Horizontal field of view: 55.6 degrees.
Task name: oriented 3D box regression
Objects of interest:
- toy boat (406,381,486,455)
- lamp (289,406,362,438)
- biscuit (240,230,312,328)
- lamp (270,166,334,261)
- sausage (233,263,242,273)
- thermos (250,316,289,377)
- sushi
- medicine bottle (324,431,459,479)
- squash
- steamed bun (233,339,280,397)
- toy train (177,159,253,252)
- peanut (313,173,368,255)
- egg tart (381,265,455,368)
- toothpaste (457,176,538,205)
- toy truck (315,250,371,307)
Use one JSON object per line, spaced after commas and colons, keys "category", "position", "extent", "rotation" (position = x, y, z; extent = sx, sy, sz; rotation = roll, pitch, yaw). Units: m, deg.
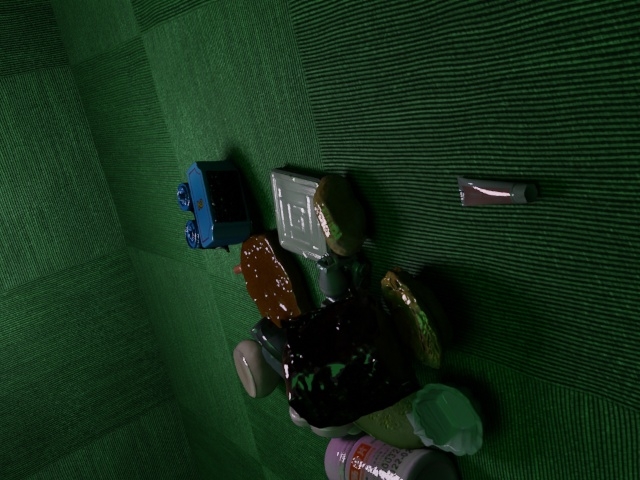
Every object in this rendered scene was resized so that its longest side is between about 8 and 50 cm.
{"category": "toy boat", "position": [0.333, 0.446, 1.551], "extent": [0.199, 0.100, 0.290], "rotation": [60, 146, 11]}
{"category": "lamp", "position": [0.025, 0.545, 1.909], "extent": [0.246, 0.179, 0.108], "rotation": [-1, 118, 14]}
{"category": "biscuit", "position": [-0.156, 0.151, 2.097], "extent": [0.381, 0.074, 0.359], "rotation": [45, 143, 26]}
{"category": "lamp", "position": [-0.050, -0.074, 1.813], "extent": [0.266, 0.047, 0.269], "rotation": [20, 123, 50]}
{"category": "sausage", "position": [-0.308, 0.109, 2.322], "extent": [0.083, 0.034, 0.034], "rotation": [-22, 91, 58]}
{"category": "thermos", "position": [-0.112, 0.378, 2.012], "extent": [0.286, 0.145, 0.182], "rotation": [42, -174, 0]}
{"category": "sushi", "position": [0.068, 0.305, 1.594], "extent": [0.294, 0.281, 0.299], "rotation": [-28, 51, 17]}
{"category": "medicine bottle", "position": [0.196, 0.682, 1.781], "extent": [0.388, 0.219, 0.219], "rotation": [-2, 107, 56]}
{"category": "squash", "position": [0.174, 0.458, 1.707], "extent": [0.260, 0.189, 0.189], "rotation": [28, 131, 51]}
{"category": "steamed bun", "position": [-0.234, 0.486, 2.346], "extent": [0.232, 0.145, 0.231], "rotation": [49, 150, 42]}
{"category": "toy train", "position": [-0.368, -0.110, 2.112], "extent": [0.265, 0.188, 0.300], "rotation": [-29, 72, 54]}
{"category": "peanut", "position": [0.053, -0.069, 1.614], "extent": [0.129, 0.129, 0.224], "rotation": [-27, 85, 57]}
{"category": "egg tart", "position": [0.248, 0.186, 1.486], "extent": [0.291, 0.107, 0.290], "rotation": [156, 90, -83]}
{"category": "toothpaste", "position": [0.354, -0.098, 1.245], "extent": [0.194, 0.043, 0.067], "rotation": [11, 120, 59]}
{"category": "toy truck", "position": [0.055, 0.135, 1.719], "extent": [0.108, 0.140, 0.256], "rotation": [32, 134, 41]}
